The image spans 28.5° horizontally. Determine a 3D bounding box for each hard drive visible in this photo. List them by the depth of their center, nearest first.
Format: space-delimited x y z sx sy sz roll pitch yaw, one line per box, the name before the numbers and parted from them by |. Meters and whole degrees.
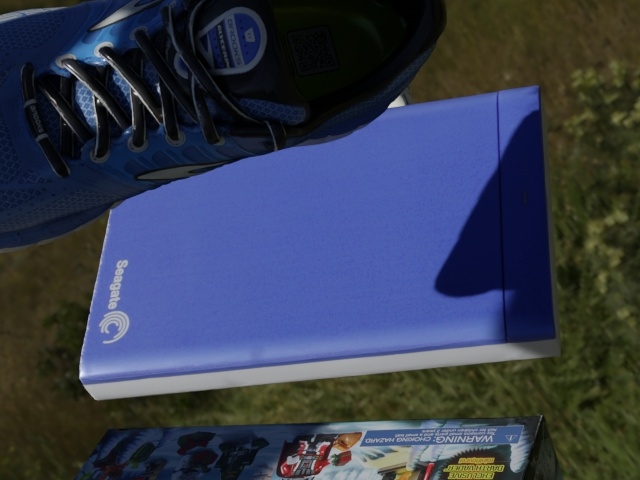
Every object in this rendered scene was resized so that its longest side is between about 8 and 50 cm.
hard drive | 0.000 0.000 0.881 0.319 0.040 0.210 -7 52 15

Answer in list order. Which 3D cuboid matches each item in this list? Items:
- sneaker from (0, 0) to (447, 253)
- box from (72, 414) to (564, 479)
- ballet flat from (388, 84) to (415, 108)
sneaker | -0.081 -0.089 0.651 0.330 0.129 0.147 -21 -1 -21
box | -0.015 0.085 0.319 0.137 0.027 0.094 -6 31 26
ballet flat | 0.059 -0.089 1.050 0.052 0.057 0.168 -2 75 35
